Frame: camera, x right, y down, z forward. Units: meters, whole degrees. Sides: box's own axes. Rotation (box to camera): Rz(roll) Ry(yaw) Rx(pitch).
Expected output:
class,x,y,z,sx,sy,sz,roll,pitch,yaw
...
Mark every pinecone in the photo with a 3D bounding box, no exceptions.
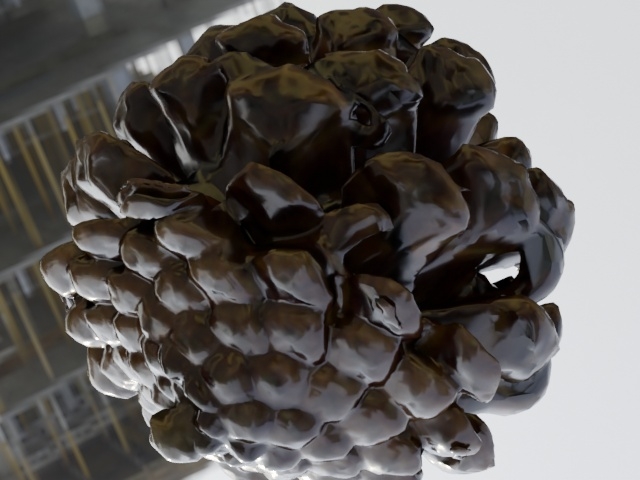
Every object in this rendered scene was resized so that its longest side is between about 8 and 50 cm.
class,x,y,z,sx,sy,sz,roll,pitch,yaw
pinecone,0.000,0.000,0.476,0.174,0.173,0.173,-16,-155,8
